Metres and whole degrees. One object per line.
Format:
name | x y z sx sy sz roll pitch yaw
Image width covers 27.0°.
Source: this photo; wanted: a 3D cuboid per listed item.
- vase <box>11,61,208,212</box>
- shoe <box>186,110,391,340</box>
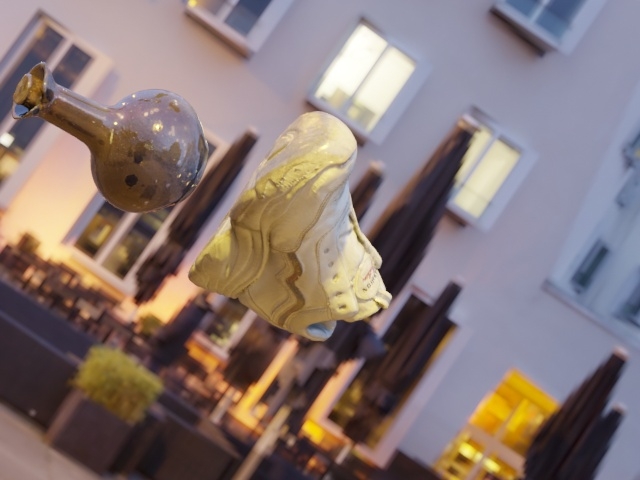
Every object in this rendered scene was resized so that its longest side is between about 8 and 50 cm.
vase | -0.194 -0.100 1.218 0.183 0.120 0.120 27 0 -33
shoe | 0.000 0.000 1.495 0.210 0.132 0.342 34 -37 -4
